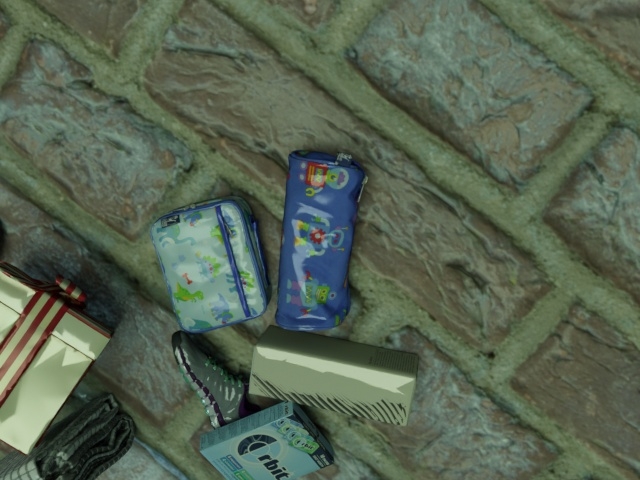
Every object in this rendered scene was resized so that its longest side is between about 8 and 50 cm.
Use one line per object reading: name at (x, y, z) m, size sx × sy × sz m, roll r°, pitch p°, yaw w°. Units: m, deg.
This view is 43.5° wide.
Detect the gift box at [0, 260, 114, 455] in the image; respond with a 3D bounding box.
gift box at (-0.504, 0.163, 1.324) m, size 0.276 × 0.255 × 0.258 m, roll 37°, pitch 78°, yaw -13°

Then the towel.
towel at (-0.470, 0.407, 1.391) m, size 0.235 × 0.284 × 0.121 m, roll -32°, pitch 96°, yaw 14°

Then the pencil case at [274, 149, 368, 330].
pencil case at (0.000, 0.000, 1.324) m, size 0.133 × 0.119 × 0.306 m, roll 6°, pitch 102°, yaw -1°

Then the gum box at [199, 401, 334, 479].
gum box at (-0.093, 0.368, 1.415) m, size 0.184 × 0.041 × 0.157 m, roll -24°, pitch 125°, yaw 13°

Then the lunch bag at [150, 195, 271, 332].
lunch bag at (-0.181, 0.038, 1.377) m, size 0.176 × 0.090 × 0.219 m, roll -12°, pitch 100°, yaw 8°

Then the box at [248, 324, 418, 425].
box at (0.025, 0.228, 1.369) m, size 0.275 × 0.113 × 0.094 m, roll 10°, pitch 103°, yaw 8°

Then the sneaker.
sneaker at (-0.179, 0.242, 1.427) m, size 0.098 × 0.083 × 0.224 m, roll -26°, pitch 107°, yaw 2°
